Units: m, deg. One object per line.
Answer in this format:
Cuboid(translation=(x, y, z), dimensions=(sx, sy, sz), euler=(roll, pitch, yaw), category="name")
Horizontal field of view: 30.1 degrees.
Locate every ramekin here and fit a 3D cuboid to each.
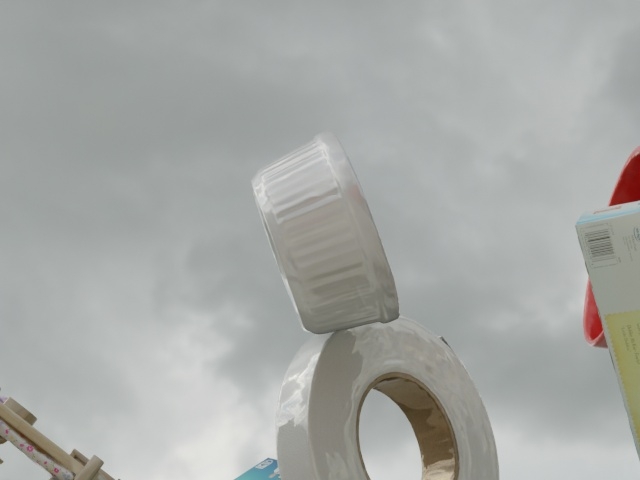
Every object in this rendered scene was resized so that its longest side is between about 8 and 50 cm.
Cuboid(translation=(0.000, 0.000, 1.577), dimensions=(0.127, 0.272, 0.273), euler=(-20, -35, -3), category="ramekin")

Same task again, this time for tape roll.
Cuboid(translation=(0.101, 0.290, 1.657), dimensions=(0.392, 0.392, 0.072), euler=(18, -32, -40), category="tape roll")

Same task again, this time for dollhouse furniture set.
Cuboid(translation=(-0.291, 0.291, 1.228), dimensions=(0.174, 0.303, 0.355), euler=(-52, -16, -16), category="dollhouse furniture set")

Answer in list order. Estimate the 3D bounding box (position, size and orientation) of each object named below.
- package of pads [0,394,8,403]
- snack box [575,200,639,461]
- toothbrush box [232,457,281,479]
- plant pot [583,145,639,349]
Cuboid(translation=(-0.518, 0.275, 1.843), dimensions=(0.032, 0.083, 0.050), euler=(22, -11, 12), category="package of pads")
Cuboid(translation=(0.417, 0.107, 1.319), dimensions=(0.187, 0.321, 0.060), euler=(-12, 11, 27), category="snack box")
Cuboid(translation=(-0.121, 0.497, 1.794), dimensions=(0.296, 0.216, 0.126), euler=(-29, 16, -35), category="toothbrush box")
Cuboid(translation=(0.494, 0.037, 1.537), dimensions=(0.243, 0.275, 0.275), euler=(15, -38, 3), category="plant pot")
